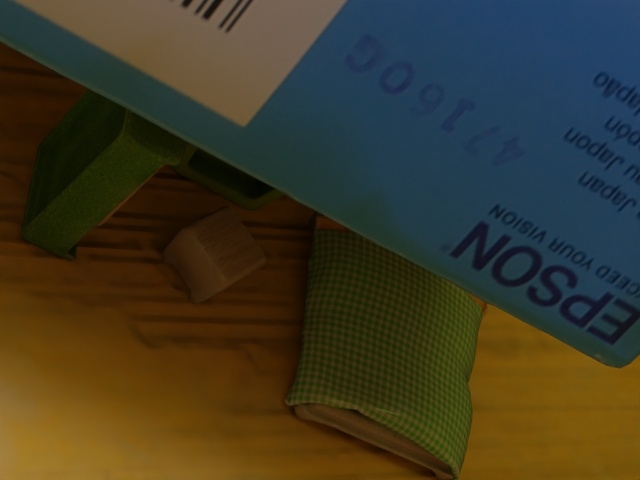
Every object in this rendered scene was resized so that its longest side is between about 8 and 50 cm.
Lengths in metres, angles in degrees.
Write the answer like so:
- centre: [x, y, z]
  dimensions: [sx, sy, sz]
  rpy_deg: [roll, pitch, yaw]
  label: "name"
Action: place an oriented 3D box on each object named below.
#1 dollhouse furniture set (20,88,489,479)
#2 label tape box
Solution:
- centre: [0.000, 0.000, 0.471]
  dimensions: [0.151, 0.058, 0.076]
  rpy_deg: [27, 48, -25]
  label: "dollhouse furniture set"
- centre: [-0.021, -0.147, 0.493]
  dimensions: [0.249, 0.115, 0.348]
  rpy_deg: [27, 23, -25]
  label: "label tape box"
